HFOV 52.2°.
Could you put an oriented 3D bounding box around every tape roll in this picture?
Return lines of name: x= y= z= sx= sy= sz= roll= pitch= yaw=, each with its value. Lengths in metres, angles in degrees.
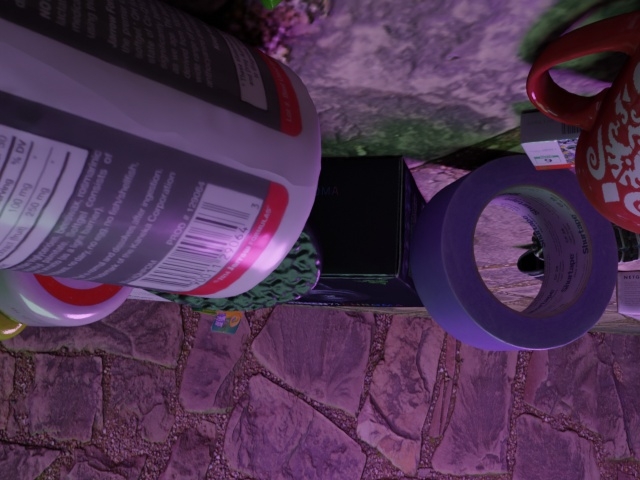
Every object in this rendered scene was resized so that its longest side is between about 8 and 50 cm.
tape roll: x=0.191 y=0.015 z=0.654 sx=0.189 sy=0.188 sz=0.080 roll=6 pitch=170 yaw=-13

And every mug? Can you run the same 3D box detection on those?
mug: x=0.204 y=-0.077 z=0.386 sx=0.151 sy=0.113 sz=0.169 roll=0 pitch=165 yaw=12

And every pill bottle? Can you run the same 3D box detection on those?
pill bottle: x=-0.166 y=-0.071 z=0.356 sx=0.176 sy=0.176 sz=0.319 roll=-6 pitch=165 yaw=43

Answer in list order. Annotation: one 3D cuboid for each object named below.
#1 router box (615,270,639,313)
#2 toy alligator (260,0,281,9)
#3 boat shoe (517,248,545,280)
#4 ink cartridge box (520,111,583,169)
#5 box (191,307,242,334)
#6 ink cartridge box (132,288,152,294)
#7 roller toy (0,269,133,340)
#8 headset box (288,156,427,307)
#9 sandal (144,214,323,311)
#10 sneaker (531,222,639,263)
router box: x=0.785 y=0.115 z=1.251 sx=0.336 sy=0.082 sz=0.301 roll=-5 pitch=166 yaw=40
toy alligator: x=-0.045 y=-0.152 z=0.242 sx=0.051 sy=0.056 sz=0.189 roll=43 pitch=176 yaw=12
boat shoe: x=0.370 y=0.034 z=0.999 sx=0.065 sy=0.075 sz=0.206 roll=2 pitch=174 yaw=-9
ink cartridge box: x=0.215 y=-0.081 z=0.566 sx=0.063 sy=0.029 sz=0.115 roll=-2 pitch=167 yaw=27
box: x=-0.139 y=0.042 z=0.935 sx=0.043 sy=0.179 sz=0.105 roll=1 pitch=168 yaw=13
ink cartridge box: x=-0.262 y=0.045 z=1.163 sx=0.199 sy=0.114 sz=0.273 roll=8 pitch=169 yaw=-23
roller toy: x=-0.312 y=0.002 z=0.763 sx=0.146 sy=0.209 sz=0.191 roll=-5 pitch=-178 yaw=35
headset box: x=0.000 y=0.000 z=0.795 sx=0.247 sy=0.131 sz=0.283 roll=0 pitch=168 yaw=16
sandal: x=-0.207 y=-0.056 z=0.616 sx=0.446 sy=0.167 sz=0.107 roll=15 pitch=-146 yaw=1
sneaker: x=0.371 y=-0.005 z=0.876 sx=0.073 sy=0.063 sz=0.162 roll=-6 pitch=-174 yaw=-44
